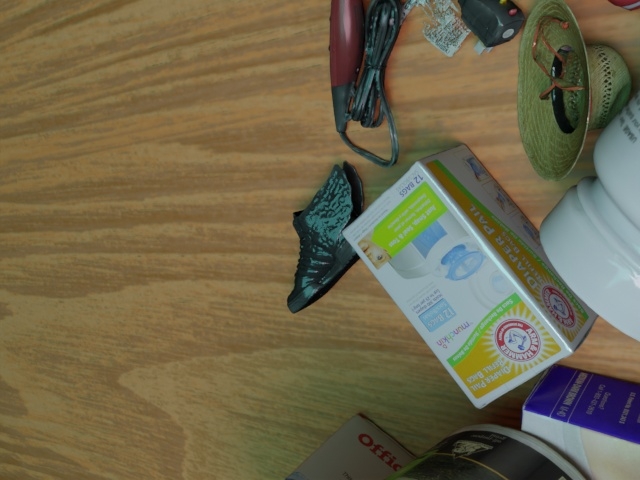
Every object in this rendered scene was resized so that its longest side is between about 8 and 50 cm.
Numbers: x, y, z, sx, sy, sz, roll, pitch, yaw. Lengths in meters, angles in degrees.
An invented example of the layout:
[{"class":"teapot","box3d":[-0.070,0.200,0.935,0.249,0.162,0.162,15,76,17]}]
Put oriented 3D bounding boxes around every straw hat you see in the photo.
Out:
[{"class":"straw hat","box3d":[0.210,-0.121,0.514,0.061,0.144,0.144,-6,105,-4]}]

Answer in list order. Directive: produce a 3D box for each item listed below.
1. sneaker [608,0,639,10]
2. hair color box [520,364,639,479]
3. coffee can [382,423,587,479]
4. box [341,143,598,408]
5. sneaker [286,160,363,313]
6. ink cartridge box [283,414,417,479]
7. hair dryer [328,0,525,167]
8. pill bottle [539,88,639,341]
[{"class":"sneaker","box3d":[0.213,-0.213,0.507,0.118,0.067,0.042,56,137,46]},{"class":"hair color box","box3d":[0.335,0.242,0.520,0.339,0.110,0.185,9,109,31]},{"class":"coffee can","box3d":[0.075,0.285,0.483,0.201,0.275,0.201,17,113,45]},{"class":"box","box3d":[0.138,0.029,0.592,0.203,0.103,0.114,53,128,10]},{"class":"sneaker","box3d":[-0.001,0.001,0.719,0.089,0.051,0.170,51,122,12]},{"class":"ink cartridge box","box3d":[0.024,0.342,0.666,0.201,0.278,0.117,35,125,22]},{"class":"hair dryer","box3d":[0.021,-0.229,0.608,0.223,0.080,0.293,-43,79,37]},{"class":"pill bottle","box3d":[0.288,-0.066,0.419,0.160,0.160,0.283,46,125,15]}]
